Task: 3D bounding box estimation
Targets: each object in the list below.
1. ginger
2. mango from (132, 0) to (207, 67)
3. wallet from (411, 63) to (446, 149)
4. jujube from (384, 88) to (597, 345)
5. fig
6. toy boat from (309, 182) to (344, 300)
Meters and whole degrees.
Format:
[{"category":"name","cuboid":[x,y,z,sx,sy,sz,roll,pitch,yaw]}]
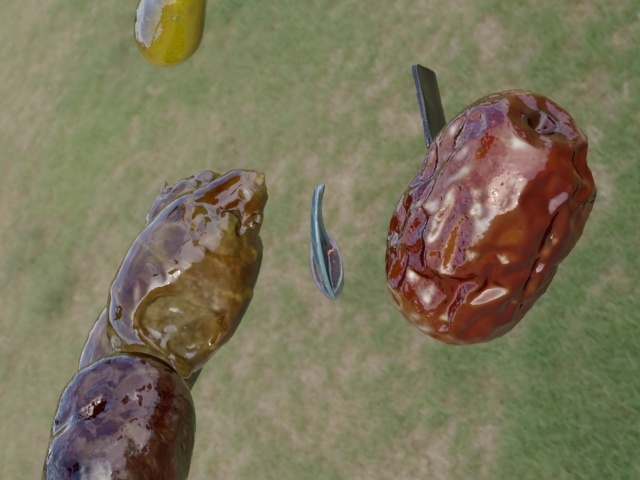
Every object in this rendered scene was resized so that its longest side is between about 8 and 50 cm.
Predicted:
[{"category":"ginger","cuboid":[-0.171,0.058,1.290,0.357,0.152,0.274,-55,12,40]},{"category":"mango","cuboid":[-0.160,-0.249,1.157,0.161,0.076,0.103,137,138,-67]},{"category":"wallet","cuboid":[0.183,-0.213,1.747,0.018,0.082,0.156,-20,72,31]},{"category":"jujube","cuboid":[0.153,-0.018,0.992,0.174,0.174,0.250,-98,20,-47]},{"category":"fig","cuboid":[-0.192,0.225,1.065,0.146,0.274,0.170,3,57,2]},{"category":"toy boat","cuboid":[0.000,0.000,1.078,0.034,0.122,0.096,-11,54,2]}]
